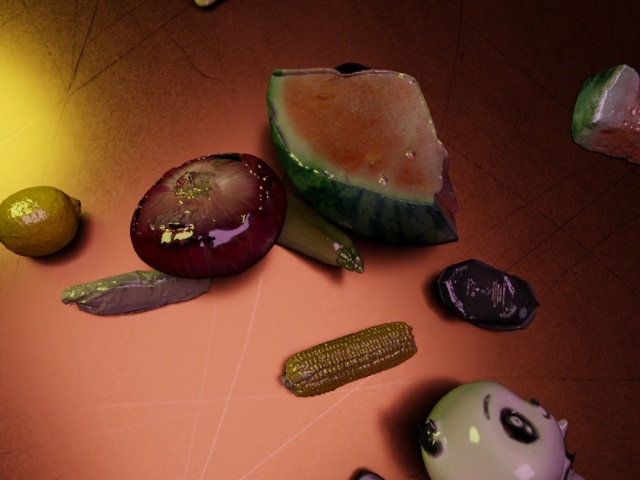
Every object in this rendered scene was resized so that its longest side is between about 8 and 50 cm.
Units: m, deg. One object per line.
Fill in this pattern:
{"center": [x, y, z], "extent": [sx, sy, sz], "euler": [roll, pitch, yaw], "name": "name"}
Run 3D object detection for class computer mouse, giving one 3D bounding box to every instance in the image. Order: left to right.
{"center": [0.286, 0.098, 0.976], "extent": [0.192, 0.062, 0.105], "euler": [16, 74, -12], "name": "computer mouse"}

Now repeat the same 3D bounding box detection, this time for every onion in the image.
{"center": [-0.168, -0.033, 0.868], "extent": [0.248, 0.248, 0.161], "euler": [-25, 117, -14], "name": "onion"}

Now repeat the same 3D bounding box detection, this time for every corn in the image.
{"center": [0.049, 0.193, 0.907], "extent": [0.238, 0.080, 0.080], "euler": [-14, 80, -15], "name": "corn"}

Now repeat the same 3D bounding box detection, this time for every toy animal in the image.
{"center": [0.281, 0.362, 0.830], "extent": [0.251, 0.251, 0.310], "euler": [-32, 76, -14], "name": "toy animal"}

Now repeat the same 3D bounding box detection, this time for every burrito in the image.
{"center": [-0.290, 0.077, 0.893], "extent": [0.230, 0.063, 0.058], "euler": [-12, 40, -19], "name": "burrito"}

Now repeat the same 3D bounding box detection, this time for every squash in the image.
{"center": [-0.001, 0.001, 0.946], "extent": [0.200, 0.075, 0.090], "euler": [34, 54, 21], "name": "squash"}

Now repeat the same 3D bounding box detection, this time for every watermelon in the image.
{"center": [0.063, -0.105, 0.854], "extent": [0.292, 0.222, 0.319], "euler": [-5, 112, 9], "name": "watermelon"}
{"center": [0.627, -0.223, 1.099], "extent": [0.241, 0.094, 0.154], "euler": [25, 82, -6], "name": "watermelon"}

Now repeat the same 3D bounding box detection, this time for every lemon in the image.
{"center": [-0.435, -0.030, 0.862], "extent": [0.133, 0.109, 0.109], "euler": [-26, 83, -23], "name": "lemon"}

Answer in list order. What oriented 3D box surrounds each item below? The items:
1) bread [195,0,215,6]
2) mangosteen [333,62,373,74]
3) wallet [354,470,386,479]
{"center": [-0.153, -0.558, 1.032], "extent": [0.266, 0.142, 0.178], "euler": [-33, 100, -13], "name": "bread"}
{"center": [0.050, -0.235, 0.985], "extent": [0.137, 0.137, 0.151], "euler": [45, 104, 2], "name": "mangosteen"}
{"center": [0.045, 0.522, 0.852], "extent": [0.165, 0.042, 0.309], "euler": [39, 74, -1], "name": "wallet"}
